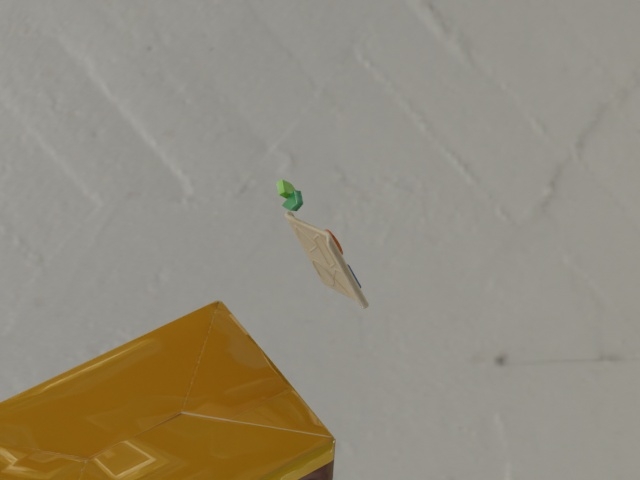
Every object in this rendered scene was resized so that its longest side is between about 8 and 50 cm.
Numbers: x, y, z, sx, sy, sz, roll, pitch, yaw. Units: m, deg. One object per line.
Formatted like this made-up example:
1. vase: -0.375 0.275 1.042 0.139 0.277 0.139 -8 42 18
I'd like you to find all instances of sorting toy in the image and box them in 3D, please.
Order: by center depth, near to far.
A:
1. sorting toy: 0.000 0.000 0.880 0.012 0.062 0.083 -36 -61 -13

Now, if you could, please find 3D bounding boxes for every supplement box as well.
1. supplement box: -0.106 0.177 0.878 0.191 0.129 0.194 -25 -39 -23
